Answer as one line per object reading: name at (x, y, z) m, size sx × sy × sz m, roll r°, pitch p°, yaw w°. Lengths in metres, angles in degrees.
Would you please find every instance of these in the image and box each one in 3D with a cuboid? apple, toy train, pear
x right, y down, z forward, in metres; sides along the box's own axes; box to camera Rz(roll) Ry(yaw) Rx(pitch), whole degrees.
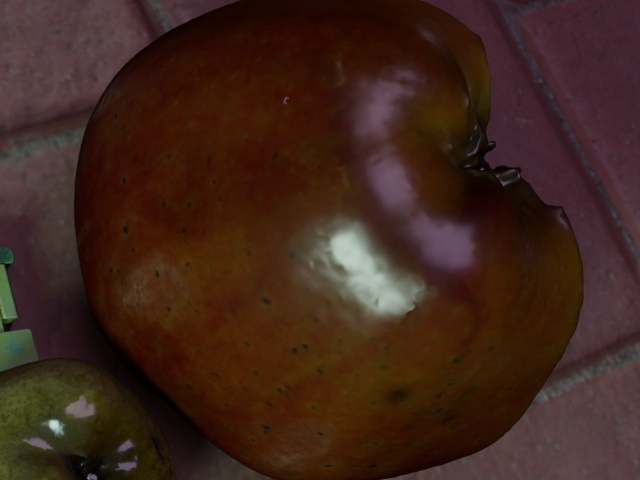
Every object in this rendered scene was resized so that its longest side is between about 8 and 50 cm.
apple at (0.000, 0.000, 1.087) m, size 0.328 × 0.365 × 0.295 m, roll 28°, pitch 60°, yaw -23°
toy train at (-0.246, 0.053, 1.128) m, size 0.081 × 0.050 × 0.122 m, roll -6°, pitch 70°, yaw -31°
pear at (-0.174, 0.164, 1.057) m, size 0.167 × 0.136 × 0.167 m, roll 13°, pitch 69°, yaw -37°
